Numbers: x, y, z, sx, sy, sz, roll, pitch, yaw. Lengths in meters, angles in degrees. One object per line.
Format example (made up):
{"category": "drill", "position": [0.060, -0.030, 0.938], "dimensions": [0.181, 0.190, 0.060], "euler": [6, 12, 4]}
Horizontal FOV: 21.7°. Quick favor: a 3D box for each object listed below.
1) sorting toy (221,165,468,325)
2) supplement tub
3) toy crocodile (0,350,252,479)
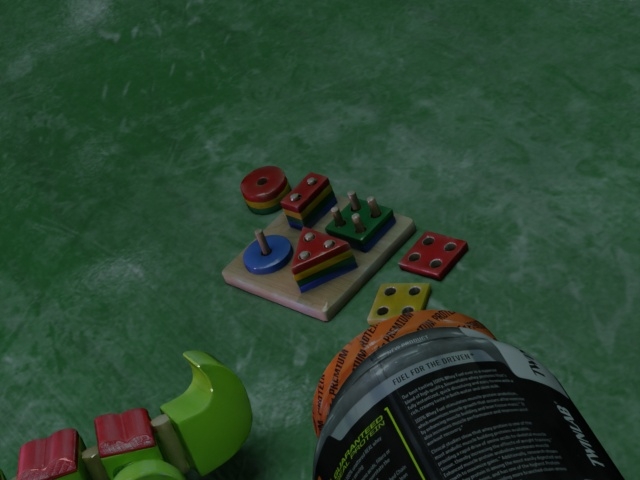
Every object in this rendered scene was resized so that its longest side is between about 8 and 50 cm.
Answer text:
{"category": "sorting toy", "position": [0.000, 0.000, 1.506], "dimensions": [0.274, 0.046, 0.132], "euler": [20, 53, 40]}
{"category": "supplement tub", "position": [0.110, 0.195, 1.099], "dimensions": [0.193, 0.194, 0.316], "euler": [-24, 38, -3]}
{"category": "toy crocodile", "position": [-0.208, 0.198, 1.297], "dimensions": [0.340, 0.105, 0.115], "euler": [-24, 22, -3]}
